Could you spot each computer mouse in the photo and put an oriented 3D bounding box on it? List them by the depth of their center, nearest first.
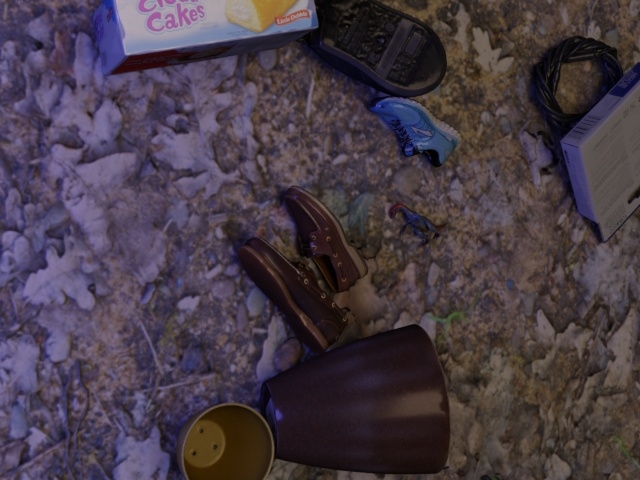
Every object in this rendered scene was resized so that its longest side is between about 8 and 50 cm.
[{"bbox_3d":[0.061,-0.306,1.739,0.272,0.072,0.188,34,77,-6],"label":"computer mouse"}]

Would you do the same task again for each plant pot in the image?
[{"bbox_3d":[-0.144,0.283,1.614,0.134,0.095,0.134,0,90,-28],"label":"plant pot"},{"bbox_3d":[0.038,0.238,1.667,0.230,0.215,0.215,-6,93,-15],"label":"plant pot"}]

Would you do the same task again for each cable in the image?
[{"bbox_3d":[0.428,-0.263,1.961,0.184,0.047,0.150,-45,104,-18],"label":"cable"}]

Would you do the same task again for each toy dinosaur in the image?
[{"bbox_3d":[0.144,-0.029,1.816,0.082,0.047,0.090,53,34,-8],"label":"toy dinosaur"}]

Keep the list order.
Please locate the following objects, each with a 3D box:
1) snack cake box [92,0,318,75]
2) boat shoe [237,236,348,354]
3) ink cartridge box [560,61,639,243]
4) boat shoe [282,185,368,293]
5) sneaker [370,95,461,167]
[{"bbox_3d":[-0.154,-0.291,1.563,0.264,0.152,0.089,-12,94,-20],"label":"snack cake box"},{"bbox_3d":[-0.037,0.067,1.690,0.073,0.073,0.207,-47,117,-22],"label":"boat shoe"},{"bbox_3d":[0.501,-0.145,1.976,0.223,0.045,0.224,-43,132,-22],"label":"ink cartridge box"},{"bbox_3d":[0.000,0.000,1.711,0.060,0.064,0.178,-45,112,-23],"label":"boat shoe"},{"bbox_3d":[0.141,-0.164,1.790,0.162,0.063,0.073,30,79,-25],"label":"sneaker"}]
